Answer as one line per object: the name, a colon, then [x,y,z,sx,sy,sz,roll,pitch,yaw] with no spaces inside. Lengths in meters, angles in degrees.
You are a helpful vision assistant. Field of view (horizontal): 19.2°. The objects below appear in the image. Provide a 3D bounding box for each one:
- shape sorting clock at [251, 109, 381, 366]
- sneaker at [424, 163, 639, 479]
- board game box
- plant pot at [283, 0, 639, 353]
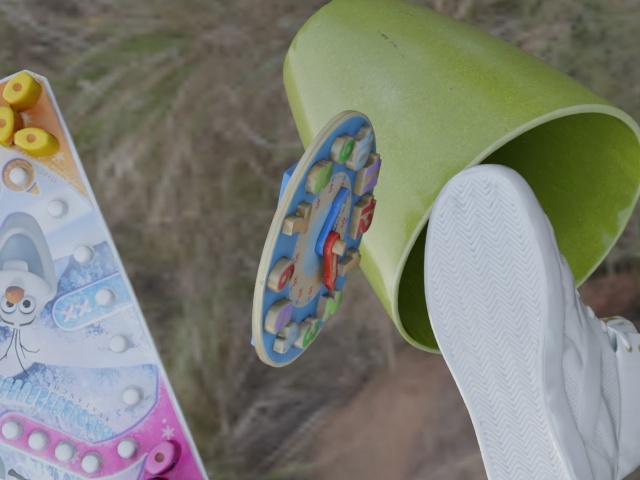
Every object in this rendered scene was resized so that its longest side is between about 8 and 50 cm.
shape sorting clock: [0.000,0.000,1.449,0.040,0.206,0.206,17,109,14]
sneaker: [0.176,0.066,1.444,0.108,0.169,0.293,-3,106,36]
board game box: [-0.328,0.111,1.466,0.050,0.390,0.390,59,-171,-82]
plant pot: [0.100,-0.096,1.727,0.293,0.274,0.275,50,128,35]
